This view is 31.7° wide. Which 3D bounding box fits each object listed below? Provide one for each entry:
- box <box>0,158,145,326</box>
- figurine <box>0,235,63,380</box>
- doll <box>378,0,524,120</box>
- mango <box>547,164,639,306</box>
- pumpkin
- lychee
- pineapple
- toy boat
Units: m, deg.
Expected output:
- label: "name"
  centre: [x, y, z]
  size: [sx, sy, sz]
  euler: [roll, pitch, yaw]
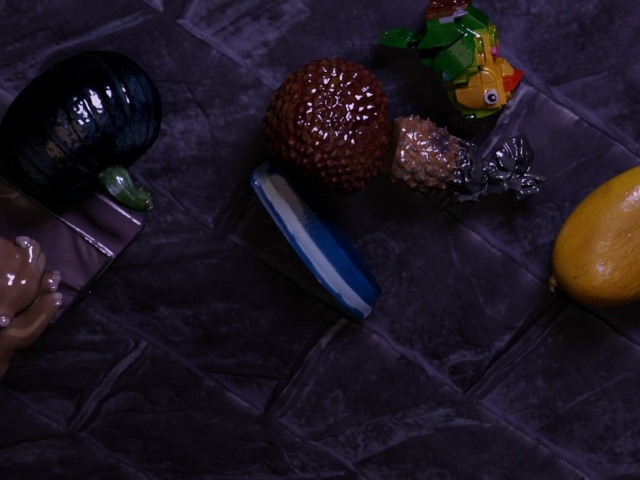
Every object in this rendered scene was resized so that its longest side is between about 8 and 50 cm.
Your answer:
- label: "box"
  centre: [-0.442, -0.013, 1.762]
  size: [0.252, 0.153, 0.188]
  euler: [39, 114, -9]
- label: "figurine"
  centre: [-0.495, 0.091, 1.638]
  size: [0.173, 0.177, 0.247]
  euler: [31, 127, -26]
- label: "doll"
  centre: [0.192, -0.254, 1.570]
  size: [0.134, 0.106, 0.186]
  euler: [-36, 106, 28]
- label: "mango"
  centre: [0.464, -0.013, 1.640]
  size: [0.317, 0.119, 0.176]
  euler: [-41, 96, 19]
- label: "pumpkin"
  centre: [-0.324, -0.139, 1.618]
  size: [0.248, 0.248, 0.248]
  euler: [4, 116, 7]
- label: "lychee"
  centre: [0.016, -0.169, 1.607]
  size: [0.188, 0.188, 0.188]
  euler: [4, 116, 7]
- label: "pineapple"
  centre: [0.211, -0.110, 1.643]
  size: [0.237, 0.111, 0.119]
  euler: [13, 149, -7]
- label: "toy boat"
  centre: [0.000, 0.000, 1.733]
  size: [0.062, 0.096, 0.299]
  euler: [-33, 109, 12]
